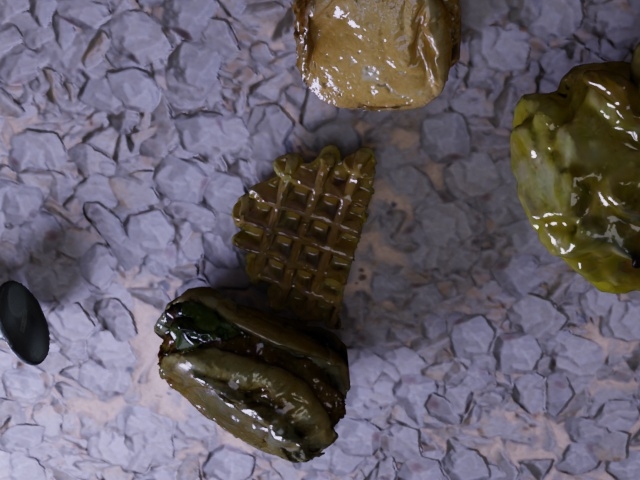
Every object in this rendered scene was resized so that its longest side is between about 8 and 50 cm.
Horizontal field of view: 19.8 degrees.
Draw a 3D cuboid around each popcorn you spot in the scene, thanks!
[{"bbox_3d":[0.279,-0.058,1.542,0.233,0.192,0.266,-8,139,7],"label":"popcorn"}]

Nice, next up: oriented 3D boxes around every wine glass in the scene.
[{"bbox_3d":[-0.376,0.113,1.821,0.202,0.093,0.093,-20,118,18],"label":"wine glass"}]

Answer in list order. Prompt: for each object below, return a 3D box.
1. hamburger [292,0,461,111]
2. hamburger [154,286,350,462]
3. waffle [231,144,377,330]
[{"bbox_3d":[0.049,-0.181,1.564,0.147,0.083,0.138,0,127,11],"label":"hamburger"},{"bbox_3d":[-0.061,0.119,1.747,0.206,0.130,0.183,33,161,4],"label":"hamburger"},{"bbox_3d":[0.000,0.000,1.714,0.161,0.046,0.192,-13,121,18],"label":"waffle"}]
